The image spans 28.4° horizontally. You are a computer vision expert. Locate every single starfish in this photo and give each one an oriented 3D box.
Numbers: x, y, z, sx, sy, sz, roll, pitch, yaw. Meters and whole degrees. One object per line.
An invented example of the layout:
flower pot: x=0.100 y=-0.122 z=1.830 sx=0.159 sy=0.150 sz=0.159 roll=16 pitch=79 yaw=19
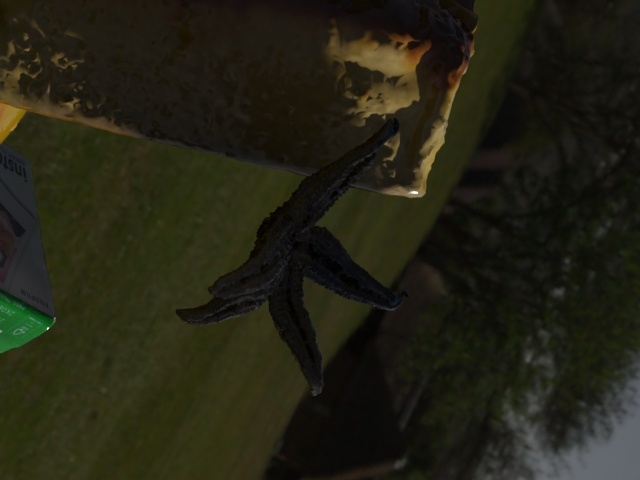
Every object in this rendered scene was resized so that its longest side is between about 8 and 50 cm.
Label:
starfish: x=-0.003 y=-0.001 z=0.584 sx=0.133 sy=0.041 sz=0.130 roll=35 pitch=77 yaw=-53

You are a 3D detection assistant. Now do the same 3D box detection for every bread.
bread: x=-0.060 y=-0.132 z=0.675 sx=0.185 sy=0.274 sz=0.114 roll=-90 pitch=-162 yaw=-55

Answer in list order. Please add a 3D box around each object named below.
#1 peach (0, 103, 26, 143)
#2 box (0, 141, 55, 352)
peach: x=-0.361 y=-0.186 z=0.899 sx=0.370 sy=0.370 sz=0.370 roll=-63 pitch=176 yaw=-8
box: x=-0.383 y=-0.014 z=1.347 sx=0.180 sy=0.103 sz=0.250 roll=41 pitch=28 yaw=-54
